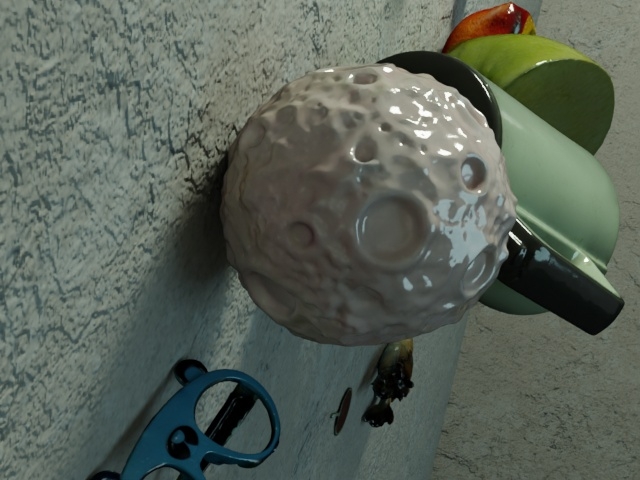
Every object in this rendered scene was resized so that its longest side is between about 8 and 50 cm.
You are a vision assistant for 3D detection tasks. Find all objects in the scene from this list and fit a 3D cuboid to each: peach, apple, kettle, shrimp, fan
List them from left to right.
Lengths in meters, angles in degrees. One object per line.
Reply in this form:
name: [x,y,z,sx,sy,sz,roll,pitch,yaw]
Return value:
fan: [0.034,0.287,1.647,0.133,0.005,0.085,23,83,-76]
shrimp: [0.128,0.278,1.892,0.289,0.075,0.178,-74,176,-69]
peach: [0.281,-0.304,1.693,0.158,0.154,0.267,-52,149,-38]
apple: [0.264,-0.148,1.483,0.360,0.312,0.320,44,55,-56]
kettle: [0.210,-0.025,1.166,0.250,0.361,0.377,-46,147,15]

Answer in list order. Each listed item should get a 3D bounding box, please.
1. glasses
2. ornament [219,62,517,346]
glasses: [-0.111,0.238,0.860,0.239,0.102,0.206,-58,157,-50]
ornament: [0.037,-0.037,0.853,0.259,0.260,0.225,-36,122,-68]
